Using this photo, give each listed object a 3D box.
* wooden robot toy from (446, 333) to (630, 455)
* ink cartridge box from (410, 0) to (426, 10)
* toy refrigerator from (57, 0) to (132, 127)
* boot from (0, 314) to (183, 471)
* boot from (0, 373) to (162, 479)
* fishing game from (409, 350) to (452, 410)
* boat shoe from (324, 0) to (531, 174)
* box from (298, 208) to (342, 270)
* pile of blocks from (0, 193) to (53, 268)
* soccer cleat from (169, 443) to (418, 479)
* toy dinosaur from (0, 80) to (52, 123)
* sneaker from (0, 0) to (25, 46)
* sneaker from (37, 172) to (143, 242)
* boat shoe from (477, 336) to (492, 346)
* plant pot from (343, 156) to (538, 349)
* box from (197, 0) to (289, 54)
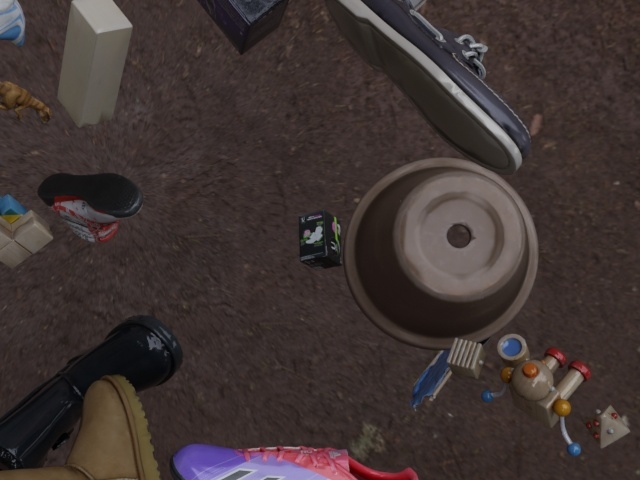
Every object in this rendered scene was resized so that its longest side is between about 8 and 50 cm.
[{"bbox_3d":[0.190,0.119,0.711,0.076,0.173,0.079,-51,142,-13],"label":"wooden robot toy"},{"bbox_3d":[0.094,-0.552,1.415,0.207,0.117,0.283,26,48,-27],"label":"ink cartridge box"},{"bbox_3d":[-0.478,-0.375,1.686,0.094,0.270,0.102,-24,66,-37],"label":"toy refrigerator"},{"bbox_3d":[-0.297,0.202,0.961,0.094,0.246,0.207,54,42,-12],"label":"boot"},{"bbox_3d":[-0.291,0.224,0.737,0.269,0.236,0.089,-2,121,-28],"label":"boot"},{"bbox_3d":[0.250,0.276,1.649,0.041,0.264,0.189,38,83,3],"label":"fishing game"},{"bbox_3d":[0.080,-0.128,0.537,0.065,0.075,0.206,-36,58,-5],"label":"boat shoe"},{"bbox_3d":[0.000,0.000,1.335,0.052,0.062,0.083,-12,68,26],"label":"box"},{"bbox_3d":[-0.587,-0.035,1.280,0.113,0.362,0.149,50,44,-46],"label":"pile of blocks"},{"bbox_3d":[-0.028,0.297,0.995,0.318,0.109,0.117,22,106,-16],"label":"soccer cleat"},{"bbox_3d":[-0.539,-0.254,1.357,0.112,0.211,0.064,-7,81,12],"label":"toy dinosaur"},{"bbox_3d":[-0.494,-0.256,1.008,0.237,0.085,0.086,-14,134,-8],"label":"sneaker"},{"bbox_3d":[-0.428,-0.058,1.587,0.090,0.270,0.145,-64,145,-27],"label":"sneaker"},{"bbox_3d":[0.303,0.143,1.394,0.142,0.040,0.049,-43,134,-1],"label":"boat shoe"},{"bbox_3d":[0.161,0.009,0.992,0.262,0.229,0.263,0,83,1],"label":"plant pot"},{"bbox_3d":[-0.155,-0.482,1.578,0.108,0.207,0.153,-40,93,-10],"label":"box"}]
